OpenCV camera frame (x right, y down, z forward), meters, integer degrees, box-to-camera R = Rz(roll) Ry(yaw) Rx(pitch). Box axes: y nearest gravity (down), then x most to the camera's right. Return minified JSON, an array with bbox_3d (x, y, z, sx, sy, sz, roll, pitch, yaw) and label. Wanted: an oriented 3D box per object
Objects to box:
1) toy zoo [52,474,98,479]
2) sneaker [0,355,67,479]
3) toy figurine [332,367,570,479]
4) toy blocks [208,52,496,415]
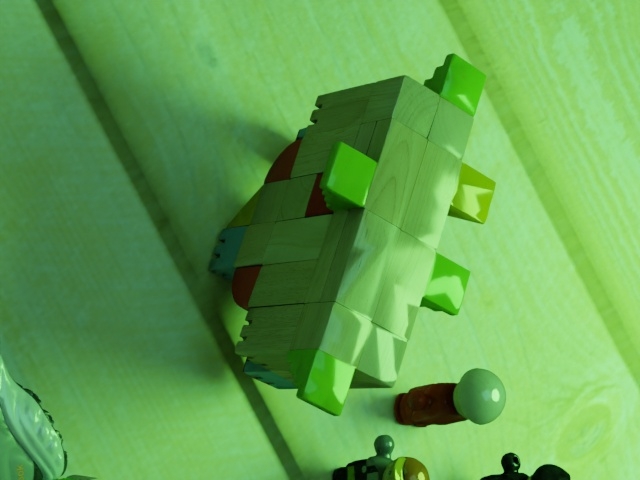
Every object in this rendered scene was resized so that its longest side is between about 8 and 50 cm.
[{"bbox_3d":[-0.287,0.313,1.485,0.293,0.030,0.192,0,94,-63],"label":"toy zoo"},{"bbox_3d":[-0.336,0.126,1.564,0.108,0.100,0.272,-39,102,-32],"label":"sneaker"},{"bbox_3d":[0.143,0.264,1.858,0.209,0.148,0.213,-42,105,-37],"label":"toy figurine"},{"bbox_3d":[0.000,0.000,1.766,0.190,0.261,0.381,29,69,-31],"label":"toy blocks"}]
